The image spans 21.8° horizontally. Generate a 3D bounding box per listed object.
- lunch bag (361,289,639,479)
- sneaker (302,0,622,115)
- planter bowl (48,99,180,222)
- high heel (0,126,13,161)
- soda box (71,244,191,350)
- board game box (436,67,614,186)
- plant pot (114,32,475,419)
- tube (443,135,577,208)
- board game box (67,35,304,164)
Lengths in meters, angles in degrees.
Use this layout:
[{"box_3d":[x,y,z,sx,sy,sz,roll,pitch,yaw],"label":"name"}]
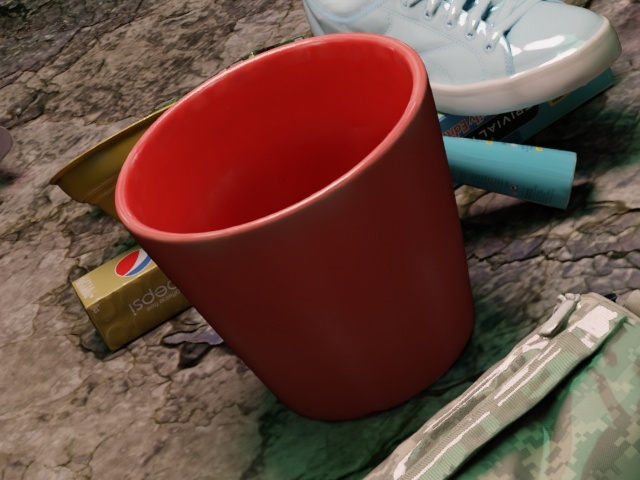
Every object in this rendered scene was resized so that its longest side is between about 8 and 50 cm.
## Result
[{"box_3d":[0.125,0.206,1.004,0.305,0.256,0.212,-37,34,-18],"label":"lunch bag"},{"box_3d":[0.109,-0.217,1.566,0.366,0.150,0.135,10,48,43],"label":"sneaker"},{"box_3d":[-0.150,-0.069,1.633,0.217,0.090,0.217,-29,-1,-1],"label":"planter bowl"},{"box_3d":[-0.491,-0.044,1.965,0.261,0.093,0.186,-46,26,-23],"label":"high heel"},{"box_3d":[-0.147,0.030,1.623,0.181,0.061,0.058,-30,33,-7],"label":"soda box"},{"box_3d":[0.086,-0.141,1.687,0.336,0.079,0.254,-33,33,-10],"label":"board game box"},{"box_3d":[0.000,0.000,1.395,0.275,0.243,0.275,-18,34,12],"label":"plant pot"},{"box_3d":[0.126,-0.072,1.505,0.207,0.080,0.052,11,80,4],"label":"tube"},{"box_3d":[-0.141,-0.142,1.786,0.260,0.030,0.136,-28,0,26],"label":"board game box"}]
